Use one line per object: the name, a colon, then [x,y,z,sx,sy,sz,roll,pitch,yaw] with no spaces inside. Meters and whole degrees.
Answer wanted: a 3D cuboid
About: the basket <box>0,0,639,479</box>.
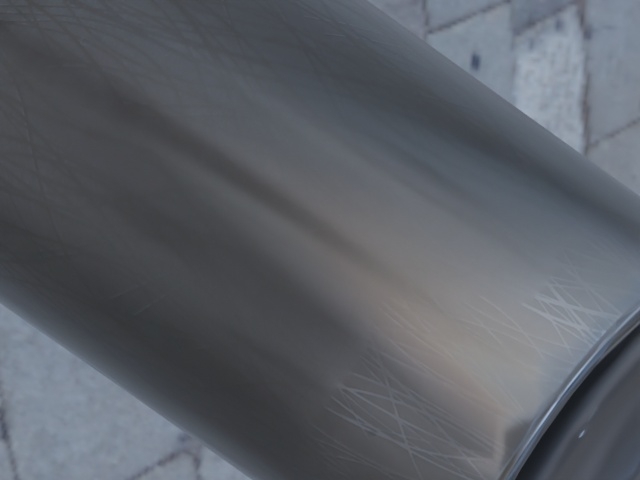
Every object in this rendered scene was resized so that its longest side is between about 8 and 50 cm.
basket: [0.000,0.000,0.468,0.204,0.227,0.154,-7,128,-55]
